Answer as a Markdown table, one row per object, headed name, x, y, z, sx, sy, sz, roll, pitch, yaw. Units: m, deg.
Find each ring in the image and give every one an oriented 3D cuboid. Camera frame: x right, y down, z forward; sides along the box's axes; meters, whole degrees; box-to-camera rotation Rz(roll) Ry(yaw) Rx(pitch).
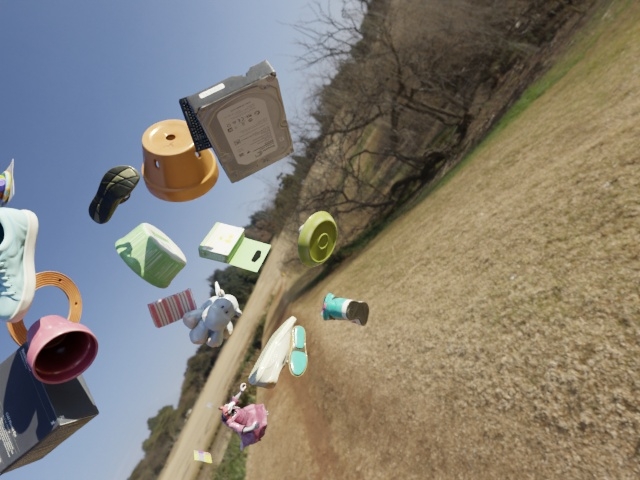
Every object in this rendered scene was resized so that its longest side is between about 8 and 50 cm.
| name | x | y | z | sx | sy | sz | roll | pitch | yaw |
| --- | --- | --- | --- | --- | --- | --- | --- | --- | --- |
| ring | -1.158 | 0.298 | 1.696 | 0.336 | 0.032 | 0.336 | -2 | -90 | -75 |

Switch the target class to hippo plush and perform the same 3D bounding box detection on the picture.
| name | x | y | z | sx | sy | sz | roll | pitch | yaw |
| --- | --- | --- | --- | --- | --- | --- | --- | --- | --- |
| hippo plush | -0.446 | 0.348 | 1.829 | 0.237 | 0.234 | 0.294 | -21 | 20 | 46 |

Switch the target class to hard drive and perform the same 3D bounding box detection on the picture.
| name | x | y | z | sx | sy | sz | roll | pitch | yaw |
| --- | --- | --- | --- | --- | --- | --- | --- | --- | --- |
| hard drive | -0.210 | -0.323 | 1.164 | 0.237 | 0.064 | 0.339 | -29 | -23 | -9 |

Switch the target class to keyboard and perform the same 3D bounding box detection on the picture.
| name | x | y | z | sx | sy | sz | roll | pitch | yaw |
| --- | --- | --- | --- | --- | --- | --- | --- | --- | --- |
| keyboard | -0.402 | -0.402 | 1.366 | 0.023 | 0.108 | 0.180 | -95 | -11 | -74 |

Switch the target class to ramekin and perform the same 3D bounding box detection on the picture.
| name | x | y | z | sx | sy | sz | roll | pitch | yaw |
| --- | --- | --- | --- | --- | --- | --- | --- | --- | --- |
| ramekin | -0.762 | 0.062 | 1.843 | 0.148 | 0.303 | 0.303 | -43 | 3 | -3 |

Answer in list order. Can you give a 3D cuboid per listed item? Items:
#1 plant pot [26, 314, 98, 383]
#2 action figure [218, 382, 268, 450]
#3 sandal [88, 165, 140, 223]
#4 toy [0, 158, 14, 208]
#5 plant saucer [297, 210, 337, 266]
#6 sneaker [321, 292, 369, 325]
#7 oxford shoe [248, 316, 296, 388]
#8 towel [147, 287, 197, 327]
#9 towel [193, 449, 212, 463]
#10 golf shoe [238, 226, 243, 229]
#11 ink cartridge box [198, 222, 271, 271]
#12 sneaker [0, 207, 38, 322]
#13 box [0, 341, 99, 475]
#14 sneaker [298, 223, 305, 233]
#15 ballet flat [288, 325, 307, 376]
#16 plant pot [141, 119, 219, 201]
| name | x | y | z | sx | sy | sz | roll | pitch | yaw |
| --- | --- | --- | --- | --- | --- | --- | --- | --- | --- |
| plant pot | -0.897 | 0.352 | 1.372 | 0.201 | 0.180 | 0.201 | -29 | -48 | -39 |
| action figure | -0.462 | 0.996 | 2.274 | 0.276 | 0.370 | 0.248 | -35 | 44 | 12 |
| sandal | -0.830 | -0.191 | 1.626 | 0.303 | 0.120 | 0.086 | -41 | 1 | 22 |
| toy | -1.142 | -0.184 | 1.426 | 0.237 | 0.056 | 0.136 | -22 | 74 | 42 |
| plant saucer | 0.000 | 0.000 | 1.669 | 0.241 | 0.037 | 0.240 | -25 | -57 | -46 |
| sneaker | 0.096 | 0.313 | 1.794 | 0.295 | 0.179 | 0.123 | 36 | -116 | -58 |
| oxford shoe | -0.209 | 0.555 | 1.995 | 0.169 | 0.130 | 0.449 | -50 | 6 | 34 |
| towel | -0.668 | 0.305 | 1.827 | 0.197 | 0.029 | 0.144 | -21 | -52 | -26 |
| towel | -0.515 | 0.949 | 1.763 | 0.009 | 0.083 | 0.060 | -62 | 25 | 4 |
| golf shoe | -0.421 | 0.007 | 1.950 | 0.069 | 0.086 | 0.176 | -64 | -6 | -61 |
| ink cartridge box | -0.330 | 0.023 | 1.573 | 0.171 | 0.235 | 0.056 | -69 | -11 | -49 |
| sneaker | -0.999 | 0.074 | 1.255 | 0.150 | 0.135 | 0.365 | 20 | -117 | -68 |
| box | -1.061 | 0.599 | 1.492 | 0.312 | 0.343 | 0.179 | -38 | -17 | 7 |
| sneaker | -0.022 | -0.081 | 2.539 | 0.086 | 0.237 | 0.085 | -47 | -53 | -59 |
| ballet flat | -0.095 | 0.460 | 1.640 | 0.232 | 0.080 | 0.073 | -86 | 20 | -47 |
| plant pot | -0.550 | -0.321 | 1.542 | 0.203 | 0.291 | 0.290 | 97 | -166 | -54 |
